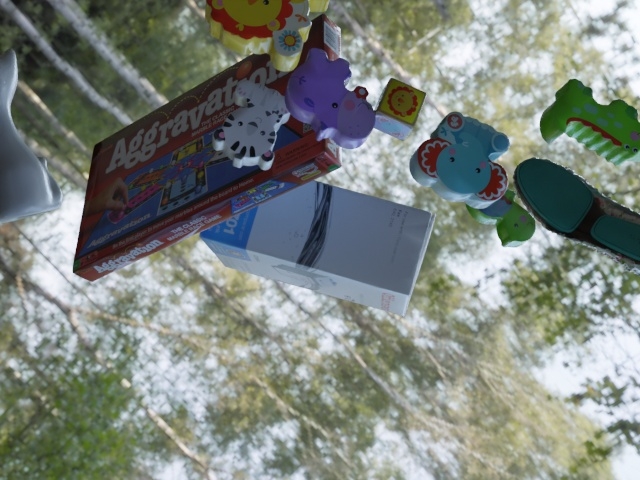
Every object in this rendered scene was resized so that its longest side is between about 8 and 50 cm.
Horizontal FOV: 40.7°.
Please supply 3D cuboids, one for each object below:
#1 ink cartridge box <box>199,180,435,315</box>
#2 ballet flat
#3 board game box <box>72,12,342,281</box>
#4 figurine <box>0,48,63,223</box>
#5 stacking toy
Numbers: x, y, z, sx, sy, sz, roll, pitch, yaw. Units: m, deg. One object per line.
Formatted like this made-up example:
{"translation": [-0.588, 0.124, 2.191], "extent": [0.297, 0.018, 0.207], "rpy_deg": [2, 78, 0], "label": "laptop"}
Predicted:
{"translation": [0.000, 0.000, 0.797], "extent": [0.139, 0.190, 0.082], "rpy_deg": [74, 34, -77], "label": "ink cartridge box"}
{"translation": [0.351, -0.020, 1.116], "extent": [0.241, 0.077, 0.091], "rpy_deg": [39, -95, 26], "label": "ballet flat"}
{"translation": [-0.102, -0.073, 0.733], "extent": [0.281, 0.027, 0.145], "rpy_deg": [-23, -130, 31], "label": "board game box"}
{"translation": [-0.415, -0.117, 0.970], "extent": [0.092, 0.210, 0.215], "rpy_deg": [-10, -176, 44], "label": "figurine"}
{"translation": [0.043, -0.056, 0.466], "extent": [0.167, 0.221, 0.052], "rpy_deg": [121, -9, -75], "label": "stacking toy"}
